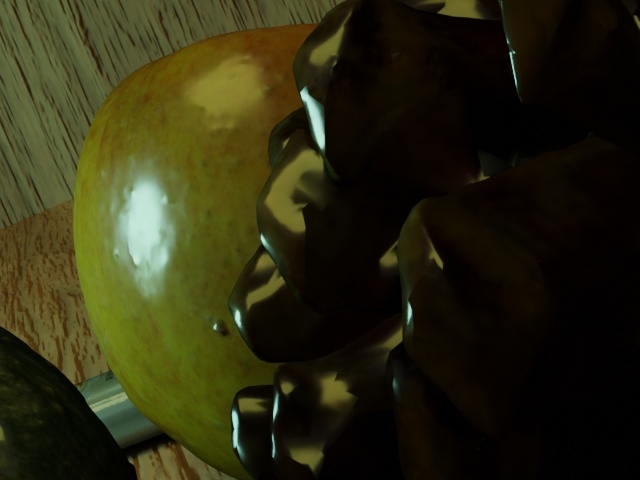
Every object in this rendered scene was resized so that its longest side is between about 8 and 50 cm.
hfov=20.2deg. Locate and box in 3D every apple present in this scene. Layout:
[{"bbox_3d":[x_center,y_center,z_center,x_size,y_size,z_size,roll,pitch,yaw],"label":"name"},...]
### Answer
[{"bbox_3d":[0.000,0.000,1.089,0.299,0.275,0.299,-22,6,2],"label":"apple"}]

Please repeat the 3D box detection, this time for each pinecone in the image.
[{"bbox_3d":[0.119,0.019,0.653,0.384,0.384,0.384,-21,12,5],"label":"pinecone"}]

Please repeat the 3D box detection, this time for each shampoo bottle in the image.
[{"bbox_3d":[-0.191,0.140,1.316,0.227,0.056,0.086,-21,11,5],"label":"shampoo bottle"}]

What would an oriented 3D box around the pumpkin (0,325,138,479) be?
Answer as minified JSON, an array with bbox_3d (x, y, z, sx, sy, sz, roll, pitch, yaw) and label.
[{"bbox_3d":[-0.185,0.169,0.540,0.257,0.291,0.327,15,45,5],"label":"pumpkin"}]
